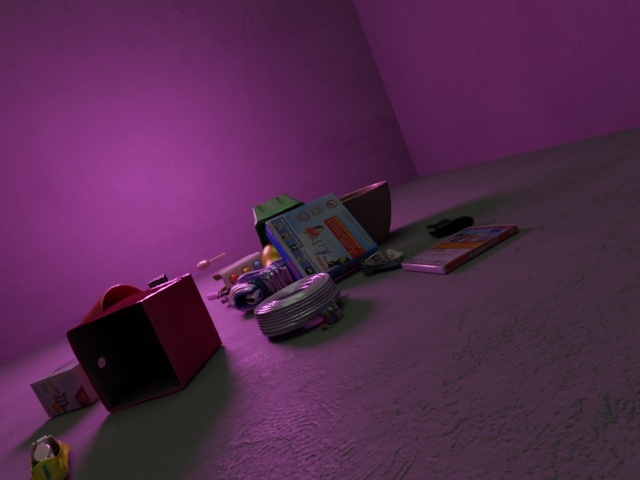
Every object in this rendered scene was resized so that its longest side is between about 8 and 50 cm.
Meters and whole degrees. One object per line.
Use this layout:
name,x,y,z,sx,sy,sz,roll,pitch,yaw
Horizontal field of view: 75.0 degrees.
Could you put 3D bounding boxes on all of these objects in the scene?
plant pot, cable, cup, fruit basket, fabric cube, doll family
plant pot,-0.895,0.364,1.820,0.243,0.275,0.275,-31,4,25
cable,-0.068,0.183,1.210,0.257,0.089,0.257,-24,5,2
cup,0.182,-0.094,1.847,0.331,0.237,0.331,-23,8,3
fruit basket,-0.153,0.024,1.874,0.283,0.392,0.392,-25,8,-13
fabric cube,-0.485,0.279,1.191,0.259,0.254,0.258,-21,9,13
doll family,-0.385,0.234,1.855,0.111,0.076,0.193,-28,5,-3

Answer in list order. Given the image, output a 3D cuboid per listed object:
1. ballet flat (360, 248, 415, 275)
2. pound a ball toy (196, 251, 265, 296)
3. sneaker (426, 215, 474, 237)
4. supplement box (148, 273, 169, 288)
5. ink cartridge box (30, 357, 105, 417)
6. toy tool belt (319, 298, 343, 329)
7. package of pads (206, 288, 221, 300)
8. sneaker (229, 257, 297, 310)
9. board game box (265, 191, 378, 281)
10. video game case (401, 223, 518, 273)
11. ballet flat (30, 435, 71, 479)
ballet flat,0.213,0.063,1.355,0.188,0.070,0.070,-19,9,24
pound a ball toy,-0.431,0.141,2.103,0.136,0.208,0.319,-16,10,43
sneaker,0.460,-0.055,1.488,0.170,0.051,0.089,-23,12,25
supplement box,-0.623,0.262,1.721,0.073,0.239,0.130,-26,8,-17
ink cartridge box,-0.777,0.451,1.316,0.176,0.128,0.127,-22,8,15
toy tool belt,0.020,0.191,1.089,0.052,0.051,0.083,-16,11,42
package of pads,-0.535,0.277,2.130,0.083,0.032,0.050,-19,12,24
sneaker,-0.190,0.176,1.584,0.323,0.130,0.236,-18,18,5
board game box,0.000,0.000,1.552,0.302,0.308,0.086,-25,-30,-20
video game case,0.405,0.022,1.230,0.285,0.025,0.204,-26,8,-19
ballet flat,-0.582,0.462,0.891,0.077,0.077,0.231,-29,10,-33
